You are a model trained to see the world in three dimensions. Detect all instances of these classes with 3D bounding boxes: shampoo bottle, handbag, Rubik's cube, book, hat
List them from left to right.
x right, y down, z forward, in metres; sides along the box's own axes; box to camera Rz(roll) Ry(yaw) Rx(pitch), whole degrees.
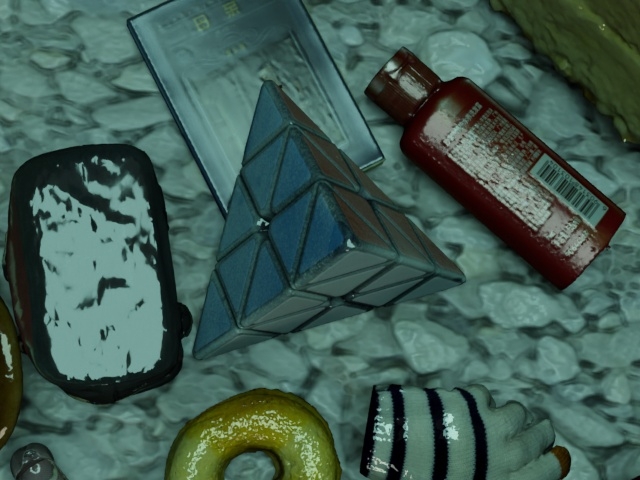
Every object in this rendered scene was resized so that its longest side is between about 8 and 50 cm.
[{"bbox_3d":[-0.291,0.246,1.367,0.058,0.042,0.087,-26,118,-8],"label":"hat"},{"bbox_3d":[-0.227,0.039,1.334,0.181,0.181,0.254,-11,80,-8],"label":"handbag"},{"bbox_3d":[-0.072,-0.165,1.468,0.191,0.025,0.269,-26,85,-10],"label":"book"},{"bbox_3d":[0.001,-0.002,1.377,0.229,0.228,0.233,14,43,27],"label":"Rubik's cube"},{"bbox_3d":[0.187,-0.085,1.461,0.314,0.076,0.118,41,79,1],"label":"shampoo bottle"}]

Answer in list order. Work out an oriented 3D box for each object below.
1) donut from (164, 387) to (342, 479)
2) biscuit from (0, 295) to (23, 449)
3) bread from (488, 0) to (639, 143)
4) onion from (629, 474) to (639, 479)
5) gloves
[{"bbox_3d":[-0.068,0.240,1.374,0.190,0.074,0.174,-6,81,-8],"label":"donut"},{"bbox_3d":[-0.364,0.122,1.307,0.036,0.212,0.212,-6,78,-48],"label":"biscuit"},{"bbox_3d":[0.403,-0.344,1.418,0.390,0.279,0.371,-40,77,-9],"label":"bread"},{"bbox_3d":[0.356,0.338,1.385,0.195,0.218,0.139,28,34,-29],"label":"onion"},{"bbox_3d":[0.155,0.216,1.382,0.219,0.131,0.140,9,82,4],"label":"gloves"}]
